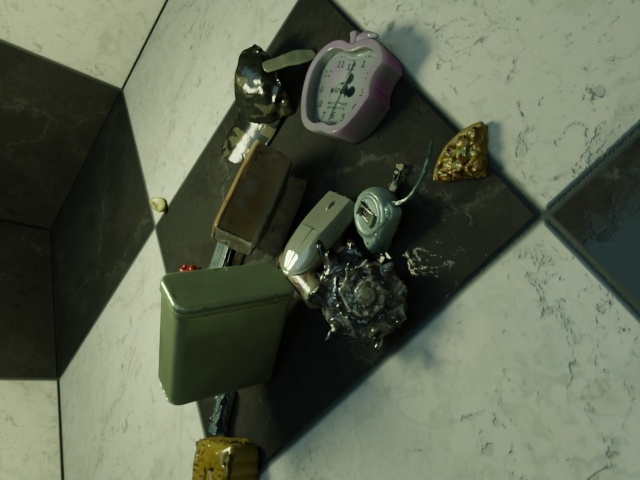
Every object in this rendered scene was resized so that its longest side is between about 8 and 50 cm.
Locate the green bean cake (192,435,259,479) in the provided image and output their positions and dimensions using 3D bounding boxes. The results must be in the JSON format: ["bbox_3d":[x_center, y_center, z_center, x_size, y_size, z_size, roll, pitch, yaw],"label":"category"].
[{"bbox_3d":[-0.298,0.726,1.492,0.224,0.131,0.229,-13,70,43],"label":"green bean cake"}]

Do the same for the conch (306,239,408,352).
[{"bbox_3d":[0.093,0.124,1.209,0.240,0.186,0.313,-53,50,24],"label":"conch"}]

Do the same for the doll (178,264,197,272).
[{"bbox_3d":[-0.591,0.186,2.016,0.245,0.076,0.142,-29,58,34],"label":"doll"}]

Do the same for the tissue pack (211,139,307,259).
[{"bbox_3d":[-0.183,-0.113,1.524,0.239,0.238,0.305,3,65,48],"label":"tissue pack"}]

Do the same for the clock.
[{"bbox_3d":[0.083,-0.463,1.464,0.339,0.102,0.338,-17,65,43],"label":"clock"}]

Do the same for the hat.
[{"bbox_3d":[-0.287,-0.502,1.812,0.382,0.257,0.366,-45,44,3],"label":"hat"}]

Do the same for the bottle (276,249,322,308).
[{"bbox_3d":[-0.045,0.098,1.435,0.209,0.110,0.097,48,155,41],"label":"bottle"}]

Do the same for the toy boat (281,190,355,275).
[{"bbox_3d":[0.000,-0.007,1.370,0.141,0.141,0.269,29,88,48],"label":"toy boat"}]

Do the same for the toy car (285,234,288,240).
[{"bbox_3d":[-0.185,-0.052,1.648,0.103,0.063,0.216,-44,51,4],"label":"toy car"}]

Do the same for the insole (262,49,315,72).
[{"bbox_3d":[-0.109,-0.629,1.686,0.010,0.192,0.063,101,147,-71],"label":"insole"}]

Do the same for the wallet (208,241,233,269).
[{"bbox_3d":[-0.362,0.035,1.809,0.167,0.036,0.222,13,87,64],"label":"wallet"}]

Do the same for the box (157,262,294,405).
[{"bbox_3d":[-0.281,0.266,1.397,0.177,0.352,0.343,40,126,46],"label":"box"}]

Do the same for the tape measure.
[{"bbox_3d":[0.171,-0.128,1.222,0.164,0.084,0.330,48,133,38],"label":"tape measure"}]

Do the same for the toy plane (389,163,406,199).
[{"bbox_3d":[0.201,-0.147,1.294,0.049,0.031,0.120,28,102,56],"label":"toy plane"}]

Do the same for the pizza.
[{"bbox_3d":[0.342,-0.200,1.144,0.134,0.046,0.175,45,111,44],"label":"pizza"}]

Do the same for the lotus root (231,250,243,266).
[{"bbox_3d":[-0.306,0.059,1.772,0.030,0.037,0.083,36,106,50],"label":"lotus root"}]

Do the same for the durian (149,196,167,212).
[{"bbox_3d":[-0.777,-0.175,2.332,0.130,0.066,0.052,45,112,35],"label":"durian"}]

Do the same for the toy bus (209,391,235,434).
[{"bbox_3d":[-0.329,0.570,1.625,0.051,0.061,0.153,2,79,49],"label":"toy bus"}]
